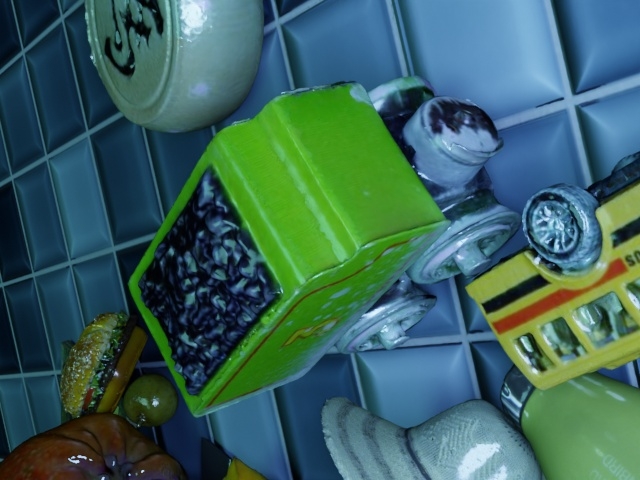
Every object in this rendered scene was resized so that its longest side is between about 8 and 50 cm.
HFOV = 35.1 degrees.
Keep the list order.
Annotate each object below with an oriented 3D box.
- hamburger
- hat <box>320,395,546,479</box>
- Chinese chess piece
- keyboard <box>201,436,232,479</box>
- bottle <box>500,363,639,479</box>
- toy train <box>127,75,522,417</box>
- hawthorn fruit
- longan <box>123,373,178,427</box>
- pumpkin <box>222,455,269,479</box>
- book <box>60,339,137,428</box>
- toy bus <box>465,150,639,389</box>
[{"bbox_3d":[-0.300,0.171,1.379,0.166,0.087,0.137,-59,9,41],"label":"hamburger"},{"bbox_3d":[0.121,0.187,0.790,0.110,0.252,0.252,-42,60,10],"label":"hat"},{"bbox_3d":[-0.163,-0.240,1.085,0.250,0.101,0.250,22,117,50],"label":"Chinese chess piece"},{"bbox_3d":[-0.130,0.349,1.288,0.074,0.015,0.196,28,121,51],"label":"keyboard"},{"bbox_3d":[0.217,0.163,0.672,0.260,0.112,0.112,47,135,52],"label":"bottle"},{"bbox_3d":[0.000,0.000,0.810,0.173,0.249,0.307,61,141,18],"label":"toy train"},{"bbox_3d":[-0.302,0.380,1.285,0.277,0.277,0.298,50,121,33],"label":"hawthorn fruit"},{"bbox_3d":[-0.224,0.214,1.318,0.075,0.083,0.075,11,128,14],"label":"longan"},{"bbox_3d":[-0.039,0.346,1.084,0.248,0.126,0.130,-122,43,-52],"label":"pumpkin"},{"bbox_3d":[-0.341,0.267,1.543,0.228,0.024,0.160,28,119,47],"label":"book"},{"bbox_3d":[0.235,-0.018,0.594,0.335,0.121,0.123,-38,76,51],"label":"toy bus"}]
